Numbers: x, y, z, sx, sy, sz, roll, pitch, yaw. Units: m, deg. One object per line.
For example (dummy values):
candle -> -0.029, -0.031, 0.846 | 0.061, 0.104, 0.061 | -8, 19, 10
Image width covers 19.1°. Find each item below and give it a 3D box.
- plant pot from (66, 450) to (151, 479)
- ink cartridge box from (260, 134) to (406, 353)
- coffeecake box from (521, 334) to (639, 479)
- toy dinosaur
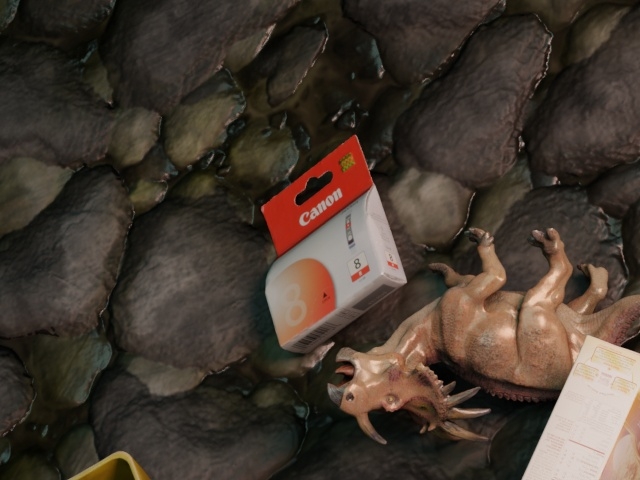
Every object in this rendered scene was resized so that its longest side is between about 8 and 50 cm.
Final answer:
plant pot -> -0.193, 0.353, 1.749 | 0.212, 0.187, 0.212 | -30, 61, 8
ink cartridge box -> 0.000, 0.000, 1.874 | 0.145, 0.045, 0.179 | -37, 58, 30
coffeecake box -> 0.241, 0.197, 1.671 | 0.068, 0.142, 0.185 | 20, 78, 27
toy dinosaur -> 0.170, 0.103, 1.753 | 0.295, 0.127, 0.200 | 2, 69, 17
